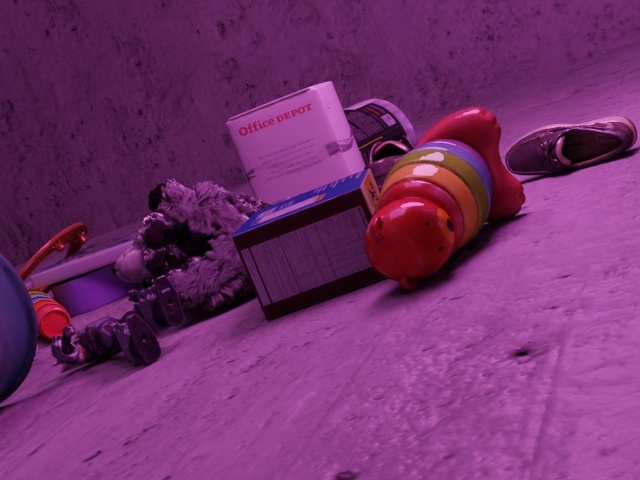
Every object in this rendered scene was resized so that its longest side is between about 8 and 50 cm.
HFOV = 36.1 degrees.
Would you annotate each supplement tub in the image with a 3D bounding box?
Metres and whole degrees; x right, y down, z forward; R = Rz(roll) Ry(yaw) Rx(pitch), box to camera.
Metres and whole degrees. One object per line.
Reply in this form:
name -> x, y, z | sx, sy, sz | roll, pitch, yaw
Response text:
supplement tub -> 0.046, -0.173, 2.156 | 0.207, 0.207, 0.338 | -13, 12, 43

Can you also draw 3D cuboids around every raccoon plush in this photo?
raccoon plush -> -0.142, 0.032, 1.741 | 0.447, 0.216, 0.299 | 6, -8, -5

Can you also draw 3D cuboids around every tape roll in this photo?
tape roll -> -0.520, 0.103, 2.269 | 0.189, 0.080, 0.189 | -21, 8, 3

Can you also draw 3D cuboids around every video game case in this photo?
video game case -> -0.464, 0.014, 2.288 | 0.329, 0.036, 0.300 | -19, 8, 16

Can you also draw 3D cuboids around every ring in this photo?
ring -> -0.671, 0.095, 2.374 | 0.336, 0.032, 0.336 | -51, -1, -2

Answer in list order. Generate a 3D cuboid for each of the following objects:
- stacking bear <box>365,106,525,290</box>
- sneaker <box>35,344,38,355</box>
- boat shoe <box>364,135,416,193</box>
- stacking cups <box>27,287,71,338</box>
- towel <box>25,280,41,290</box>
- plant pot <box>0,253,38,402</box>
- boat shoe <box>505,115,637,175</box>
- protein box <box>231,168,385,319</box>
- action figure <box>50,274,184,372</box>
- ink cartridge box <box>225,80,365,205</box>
stacking bear -> 0.152, -0.042, 1.348 | 0.164, 0.175, 0.289 | -14, 19, 32
sneaker -> -0.616, 0.211, 1.855 | 0.217, 0.079, 0.121 | -21, 10, 11
boat shoe -> 0.170, -0.145, 1.944 | 0.132, 0.130, 0.355 | -19, 10, 17
stacking cups -> -0.582, 0.162, 2.085 | 0.096, 0.096, 0.316 | -26, 14, -24
towel -> -0.780, 0.159, 2.565 | 0.209, 0.034, 0.285 | -38, 2, 20
plant pot -> -0.611, 0.178, 1.359 | 0.341, 0.341, 0.334 | -20, 17, 9
boat shoe -> 0.402, -0.153, 1.615 | 0.224, 0.080, 0.073 | -11, 8, 31
protein box -> 0.000, 0.000, 1.476 | 0.201, 0.136, 0.200 | -20, 9, 10
action figure -> -0.321, 0.139, 1.555 | 0.185, 0.099, 0.285 | -40, 14, -37
ink cartridge box -> -0.029, -0.144, 1.918 | 0.207, 0.283, 0.117 | -18, 10, 22
